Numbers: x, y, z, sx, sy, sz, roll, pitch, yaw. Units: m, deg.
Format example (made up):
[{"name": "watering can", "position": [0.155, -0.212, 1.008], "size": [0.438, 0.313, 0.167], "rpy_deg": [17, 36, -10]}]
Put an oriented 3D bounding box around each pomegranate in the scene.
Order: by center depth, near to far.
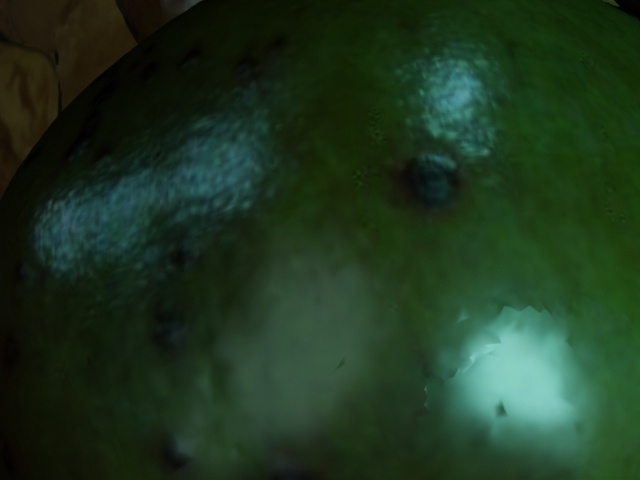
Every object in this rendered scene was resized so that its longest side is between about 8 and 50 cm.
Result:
[{"name": "pomegranate", "position": [0.014, 0.015, 0.603], "size": [0.291, 0.291, 0.323], "rpy_deg": [-42, 40, 28]}]

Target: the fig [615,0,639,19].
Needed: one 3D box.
[{"name": "fig", "position": [0.129, -0.122, 0.584], "size": [0.150, 0.128, 0.128], "rpy_deg": [-3, 87, 36]}]
